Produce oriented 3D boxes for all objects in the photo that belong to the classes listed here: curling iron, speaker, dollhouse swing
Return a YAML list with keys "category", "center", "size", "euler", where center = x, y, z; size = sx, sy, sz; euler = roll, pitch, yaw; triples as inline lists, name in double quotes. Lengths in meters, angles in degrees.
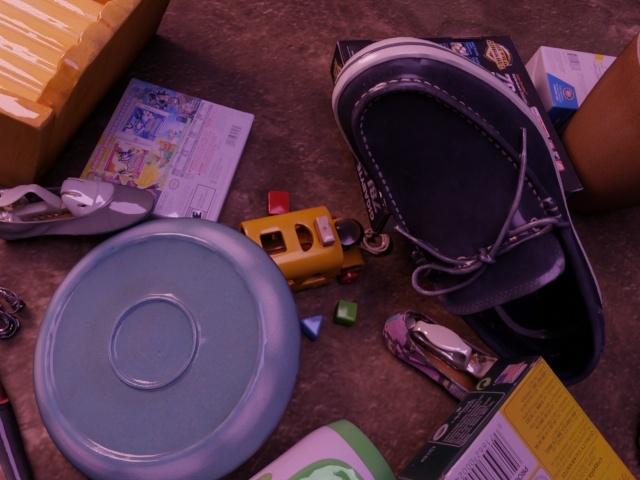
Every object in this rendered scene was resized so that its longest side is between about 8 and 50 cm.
- category: "curling iron"
  center: [-0.350, 0.171, 0.599]
  size: [0.068, 0.035, 0.274]
  euler: [-16, 69, -18]
- category: "speaker"
  center: [-0.062, 0.315, 0.544]
  size: [0.297, 0.131, 0.131]
  euler: [-31, 75, -23]
- category: "dollhouse swing"
  center: [-0.402, -0.295, 0.678]
  size: [0.305, 0.315, 0.346]
  euler: [34, 62, -18]

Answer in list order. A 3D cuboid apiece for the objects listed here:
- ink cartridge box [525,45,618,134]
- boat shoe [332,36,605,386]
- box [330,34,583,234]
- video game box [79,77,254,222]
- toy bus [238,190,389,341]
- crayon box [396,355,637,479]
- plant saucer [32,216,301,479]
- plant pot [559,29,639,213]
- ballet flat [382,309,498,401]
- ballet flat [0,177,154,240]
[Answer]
- category: "ink cartridge box"
  center: [0.485, -0.255, 0.954]
  size: [0.231, 0.078, 0.134]
  euler: [5, 65, -10]
- category: "boat shoe"
  center: [0.192, -0.005, 0.607]
  size: [0.500, 0.187, 0.156]
  euler: [48, 35, -29]
- category: "box"
  center: [0.188, -0.168, 0.790]
  size: [0.294, 0.073, 0.295]
  euler: [-7, 67, -15]
- category: "video game box"
  center: [-0.211, -0.116, 0.757]
  size: [0.187, 0.048, 0.205]
  euler: [18, 63, -6]
- category: "toy bus"
  center: [-0.009, 0.007, 0.711]
  size: [0.191, 0.104, 0.202]
  euler: [28, 63, 1]
- category: "crayon box"
  center: [0.256, 0.314, 0.588]
  size: [0.202, 0.081, 0.318]
  euler: [-38, 91, -26]
- category: "plant saucer"
  center: [-0.181, 0.115, 0.602]
  size: [0.318, 0.043, 0.317]
  euler: [-2, 71, 6]
- category: "plant pot"
  center: [0.464, -0.148, 0.795]
  size: [0.237, 0.254, 0.237]
  euler: [8, 65, -17]
- category: "ballet flat"
  center: [0.185, 0.159, 0.695]
  size: [0.222, 0.079, 0.077]
  euler: [31, 62, 3]
- category: "ballet flat"
  center: [-0.311, -0.042, 0.651]
  size: [0.213, 0.068, 0.072]
  euler: [-7, 52, 9]
